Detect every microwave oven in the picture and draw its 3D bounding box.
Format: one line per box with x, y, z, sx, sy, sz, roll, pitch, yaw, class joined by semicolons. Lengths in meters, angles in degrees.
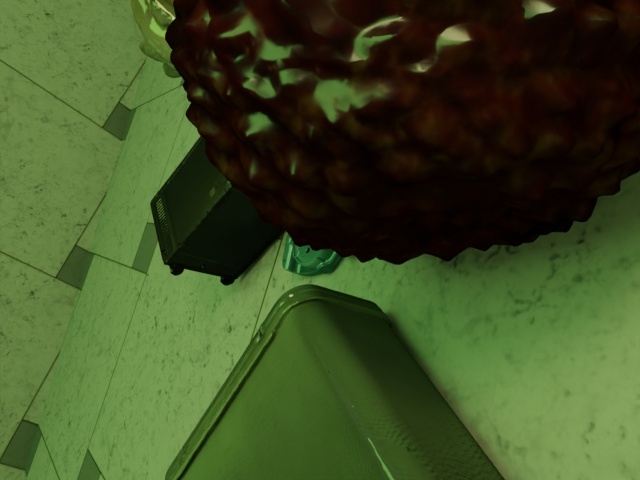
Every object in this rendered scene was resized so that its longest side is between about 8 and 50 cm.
-0.170;-0.063;0.939;0.247;0.188;0.178;-43;48;25;microwave oven

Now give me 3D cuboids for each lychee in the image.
0.060;-0.178;0.483;0.501;0.425;0.424;17;86;29;lychee

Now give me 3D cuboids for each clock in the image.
0.001;0.000;0.799;0.147;0.045;0.107;-6;69;51;clock

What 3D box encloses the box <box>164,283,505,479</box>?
0.004;0.290;0.538;0.351;0.178;0.343;-56;39;15;box

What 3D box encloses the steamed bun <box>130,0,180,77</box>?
-0.050;-0.240;0.764;0.247;0.428;0.189;47;133;20;steamed bun
